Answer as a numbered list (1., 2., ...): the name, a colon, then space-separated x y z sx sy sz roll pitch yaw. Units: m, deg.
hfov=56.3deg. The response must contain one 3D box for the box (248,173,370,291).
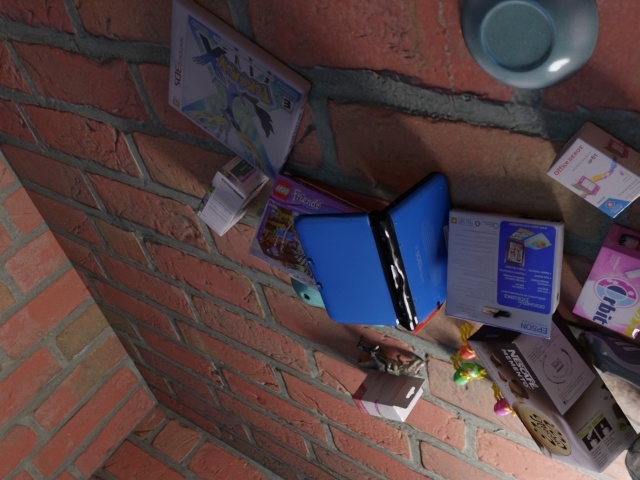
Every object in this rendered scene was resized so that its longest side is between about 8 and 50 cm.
1. box: 0.000 0.000 1.322 0.293 0.057 0.200 28 105 21

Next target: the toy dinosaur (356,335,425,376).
1. toy dinosaur: 0.156 0.322 1.631 0.268 0.064 0.118 -6 131 52

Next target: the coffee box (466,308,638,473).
1. coffee box: 0.442 0.279 1.159 0.297 0.119 0.168 56 162 -3

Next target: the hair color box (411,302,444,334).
1. hair color box: 0.236 0.150 1.340 0.043 0.072 0.141 36 146 8

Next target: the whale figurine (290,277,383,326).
1. whale figurine: 0.045 0.120 1.430 0.272 0.141 0.216 38 146 10

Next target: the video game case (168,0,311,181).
1. video game case: -0.189 -0.311 1.275 0.329 0.036 0.300 36 146 7

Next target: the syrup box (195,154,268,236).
1. syrup box: -0.222 -0.112 1.482 0.096 0.093 0.237 43 147 -1

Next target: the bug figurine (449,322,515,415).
1. bug figurine: 0.406 0.318 1.359 0.279 0.072 0.216 35 146 9

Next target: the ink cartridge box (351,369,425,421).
1. ink cartridge box: 0.199 0.430 1.654 0.198 0.115 0.067 -3 125 48

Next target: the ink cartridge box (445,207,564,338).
1. ink cartridge box: 0.328 0.055 1.085 0.206 0.045 0.208 10 106 38

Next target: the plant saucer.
1. plant saucer: 0.278 -0.289 0.829 0.195 0.037 0.195 26 143 22

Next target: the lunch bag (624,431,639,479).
1. lunch bag: 0.733 0.443 1.061 0.305 0.212 0.256 33 166 11

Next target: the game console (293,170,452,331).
1. game console: 0.126 0.022 1.178 0.173 0.250 0.293 28 147 44

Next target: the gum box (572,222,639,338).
1. gum box: 0.501 0.066 0.984 0.107 0.062 0.188 25 143 24

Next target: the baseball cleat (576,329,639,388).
1. baseball cleat: 0.570 0.217 1.080 0.206 0.110 0.072 -137 36 -59

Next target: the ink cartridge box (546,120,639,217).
1. ink cartridge box: 0.415 -0.105 0.887 0.122 0.052 0.088 37 147 9
